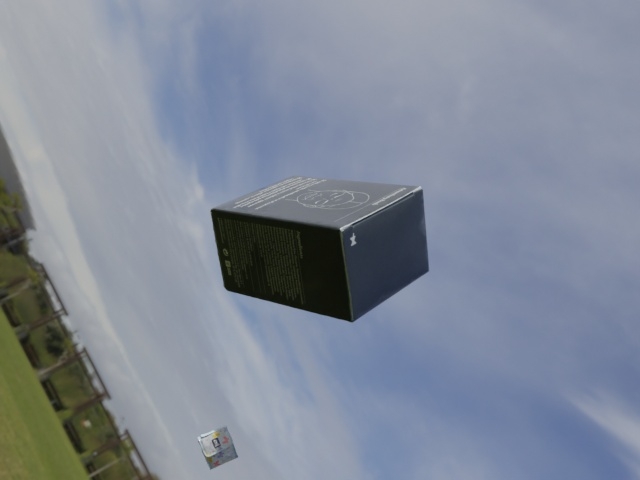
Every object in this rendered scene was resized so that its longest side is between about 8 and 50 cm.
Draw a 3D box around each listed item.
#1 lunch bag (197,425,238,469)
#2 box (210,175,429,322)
[{"bbox_3d":[-0.227,0.452,1.591,0.053,0.071,0.083,-135,-151,-58],"label":"lunch bag"},{"bbox_3d":[0.000,0.000,1.641,0.396,0.294,0.211,9,-65,41],"label":"box"}]
